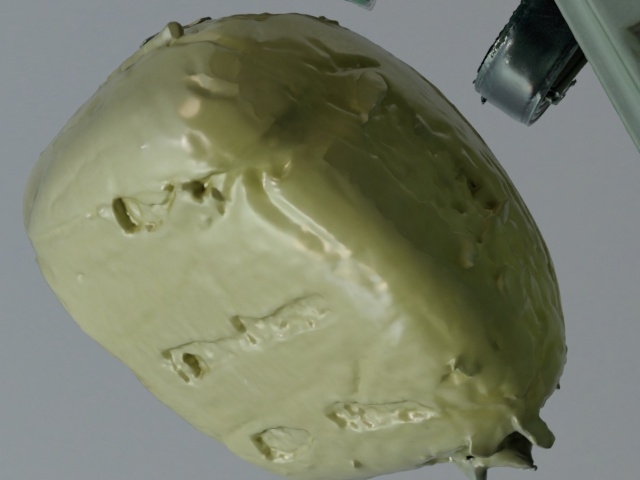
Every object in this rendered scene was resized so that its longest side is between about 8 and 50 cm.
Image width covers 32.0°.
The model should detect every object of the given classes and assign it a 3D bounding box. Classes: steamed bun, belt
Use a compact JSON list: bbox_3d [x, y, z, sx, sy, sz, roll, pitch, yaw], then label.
[{"bbox_3d":[0.000,0.000,0.582,0.273,0.232,0.166,42,-133,-12],"label":"steamed bun"},{"bbox_3d":[0.302,-0.268,1.393,0.116,0.206,0.267,36,-91,10],"label":"belt"}]

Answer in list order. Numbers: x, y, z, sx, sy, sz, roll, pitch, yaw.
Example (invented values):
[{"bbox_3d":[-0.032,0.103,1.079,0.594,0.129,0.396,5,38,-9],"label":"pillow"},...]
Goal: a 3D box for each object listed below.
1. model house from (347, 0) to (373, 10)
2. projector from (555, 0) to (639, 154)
[{"bbox_3d":[-0.025,-0.367,1.048,0.249,0.280,0.230,21,-80,0],"label":"model house"},{"bbox_3d":[0.200,-0.007,0.396,0.108,0.198,0.250,-32,-44,20],"label":"projector"}]
